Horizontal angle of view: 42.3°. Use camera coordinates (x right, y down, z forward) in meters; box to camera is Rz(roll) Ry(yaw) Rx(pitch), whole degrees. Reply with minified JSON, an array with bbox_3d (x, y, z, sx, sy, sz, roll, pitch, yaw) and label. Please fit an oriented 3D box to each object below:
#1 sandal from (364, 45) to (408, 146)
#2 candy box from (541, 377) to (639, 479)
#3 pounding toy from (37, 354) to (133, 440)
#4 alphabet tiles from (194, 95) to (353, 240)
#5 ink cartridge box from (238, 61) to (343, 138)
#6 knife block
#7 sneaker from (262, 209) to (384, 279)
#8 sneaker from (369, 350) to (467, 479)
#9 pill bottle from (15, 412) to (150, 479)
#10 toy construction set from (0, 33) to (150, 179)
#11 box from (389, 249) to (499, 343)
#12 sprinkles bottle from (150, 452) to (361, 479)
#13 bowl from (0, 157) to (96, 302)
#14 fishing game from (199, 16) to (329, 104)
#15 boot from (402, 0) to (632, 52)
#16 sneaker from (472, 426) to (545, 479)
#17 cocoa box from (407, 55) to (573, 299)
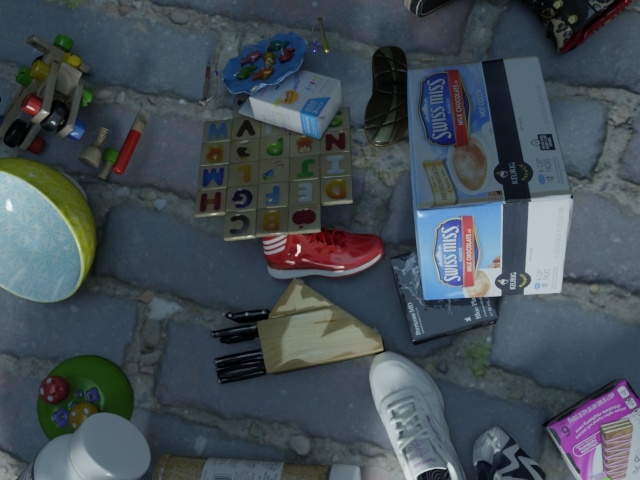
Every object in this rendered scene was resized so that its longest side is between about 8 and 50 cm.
[{"bbox_3d":[0.127,-0.269,1.574,0.090,0.060,0.219,0,65,1],"label":"sandal"},{"bbox_3d":[0.508,0.373,1.394,0.159,0.071,0.233,-32,78,-1],"label":"candy box"},{"bbox_3d":[-0.450,0.324,1.498,0.183,0.110,0.236,8,80,8],"label":"pounding toy"},{"bbox_3d":[-0.085,-0.148,1.526,0.285,0.011,0.342,-4,55,6],"label":"alphabet tiles"},{"bbox_3d":[-0.061,-0.270,1.561,0.181,0.061,0.104,19,59,20],"label":"ink cartridge box"},{"bbox_3d":[-0.054,0.203,1.486,0.276,0.088,0.242,33,85,11],"label":"knife block"},{"bbox_3d":[0.000,0.000,1.488,0.221,0.128,0.087,-12,42,4],"label":"sneaker"},{"bbox_3d":[0.173,0.326,1.403,0.114,0.152,0.305,-27,76,4],"label":"sneaker"},{"bbox_3d":[-0.427,0.437,1.387,0.176,0.176,0.318,48,112,13],"label":"pill bottle"},{"bbox_3d":[-0.477,-0.283,1.582,0.309,0.257,0.237,24,70,-10],"label":"toy construction set"},{"bbox_3d":[0.219,0.090,1.473,0.158,0.093,0.156,-16,78,5],"label":"box"},{"bbox_3d":[-0.109,0.438,1.430,0.356,0.121,0.121,2,80,7],"label":"sprinkles bottle"},{"bbox_3d":[-0.524,-0.044,1.539,0.290,0.289,0.156,19,39,10],"label":"bowl"},{"bbox_3d":[-0.111,-0.343,1.565,0.264,0.041,0.189,-18,40,14],"label":"fishing game"},{"bbox_3d":[0.375,-0.471,1.544,0.377,0.138,0.284,-34,77,-6],"label":"boot"},{"bbox_3d":[0.320,0.439,1.355,0.153,0.235,0.094,34,126,-16],"label":"sneaker"},{"bbox_3d":[0.265,-0.106,1.367,0.228,0.231,0.347,-4,48,7],"label":"cocoa box"}]
